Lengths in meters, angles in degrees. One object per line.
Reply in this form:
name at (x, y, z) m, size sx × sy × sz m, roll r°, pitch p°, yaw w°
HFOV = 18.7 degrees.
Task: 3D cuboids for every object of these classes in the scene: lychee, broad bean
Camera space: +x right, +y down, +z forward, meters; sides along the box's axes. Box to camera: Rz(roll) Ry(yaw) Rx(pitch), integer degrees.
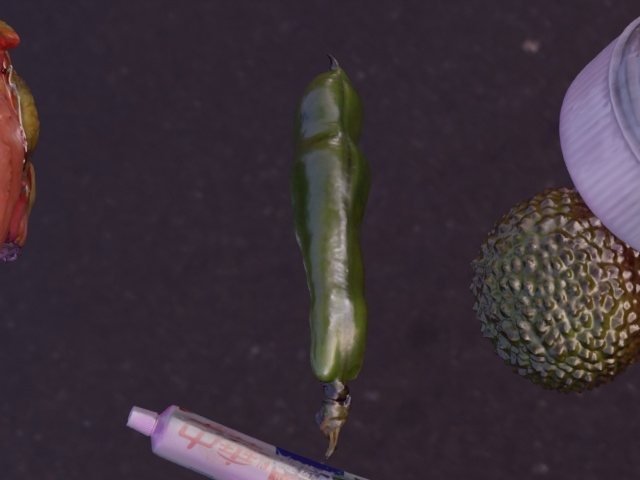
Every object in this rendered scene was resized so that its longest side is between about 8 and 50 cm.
lychee at (0.198, 0.047, 1.571) m, size 0.171 × 0.171 × 0.171 m, roll -25°, pitch 48°, yaw 31°
broad bean at (0.004, -0.005, 1.402) m, size 0.098 × 0.056 × 0.318 m, roll 125°, pitch 152°, yaw -58°

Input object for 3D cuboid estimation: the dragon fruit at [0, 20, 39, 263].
dragon fruit at (-0.364, -0.121, 1.640) m, size 0.314 × 0.296 × 0.262 m, roll 0°, pitch 80°, yaw 10°

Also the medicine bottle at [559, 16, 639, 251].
medicine bottle at (0.270, -0.107, 1.113) m, size 0.273 × 0.165 × 0.165 m, roll 135°, pitch 148°, yaw -53°

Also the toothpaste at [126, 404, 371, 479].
toothpaste at (-0.025, 0.127, 1.046) m, size 0.028 × 0.170 × 0.045 m, roll 125°, pitch 166°, yaw -56°

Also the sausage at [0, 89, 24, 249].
sausage at (-0.161, 0.001, 0.741) m, size 0.076 × 0.076 × 0.141 m, roll 20°, pitch 84°, yaw 50°
